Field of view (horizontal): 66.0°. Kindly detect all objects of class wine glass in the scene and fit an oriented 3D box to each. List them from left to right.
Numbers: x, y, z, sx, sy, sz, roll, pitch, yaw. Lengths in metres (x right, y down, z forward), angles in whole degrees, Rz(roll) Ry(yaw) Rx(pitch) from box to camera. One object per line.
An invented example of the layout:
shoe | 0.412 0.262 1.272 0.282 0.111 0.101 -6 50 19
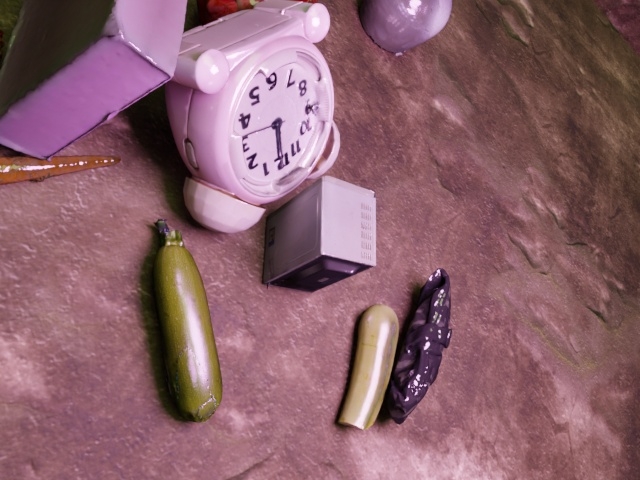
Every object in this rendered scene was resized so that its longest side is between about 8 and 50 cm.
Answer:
wine glass | 0.261 -0.637 1.245 0.238 0.323 0.237 11 68 -30

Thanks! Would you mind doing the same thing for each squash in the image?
squash | -0.215 0.117 0.775 0.087 0.087 0.331 -4 73 -36
squash | 0.096 0.239 0.948 0.083 0.083 0.250 30 61 -22

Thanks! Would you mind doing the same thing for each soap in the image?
soap | -0.328 -0.292 0.697 0.107 0.296 0.285 34 46 -48

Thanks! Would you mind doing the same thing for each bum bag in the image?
bum bag | 0.209 0.216 1.002 0.095 0.144 0.340 13 54 18

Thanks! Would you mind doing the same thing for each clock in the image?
clock | -0.109 -0.205 0.846 0.342 0.184 0.325 -36 135 -29

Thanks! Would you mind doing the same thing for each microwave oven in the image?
microwave oven | 0.000 0.000 0.890 0.129 0.205 0.163 13 67 -30

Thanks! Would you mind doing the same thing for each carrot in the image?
carrot | -0.427 -0.111 0.745 0.254 0.049 0.049 -15 81 -42

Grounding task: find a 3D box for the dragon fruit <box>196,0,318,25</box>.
dragon fruit | -0.126 -0.471 0.981 0.244 0.244 0.298 -2 80 -35

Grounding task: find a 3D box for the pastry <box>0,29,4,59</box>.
pastry | -0.557 -0.281 0.690 0.208 0.097 0.115 -29 100 -40
